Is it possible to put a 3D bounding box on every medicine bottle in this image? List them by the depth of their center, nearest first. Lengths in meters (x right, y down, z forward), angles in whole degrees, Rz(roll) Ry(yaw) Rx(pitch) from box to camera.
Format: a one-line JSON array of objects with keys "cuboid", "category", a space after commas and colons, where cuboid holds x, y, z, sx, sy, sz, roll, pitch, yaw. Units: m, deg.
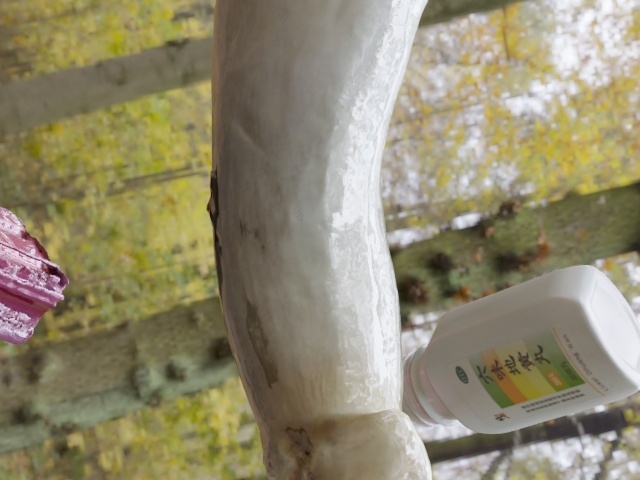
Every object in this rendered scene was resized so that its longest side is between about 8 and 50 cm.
[{"cuboid": [0.252, 0.159, 1.498, 0.179, 0.324, 0.124, 52, 40, -18], "category": "medicine bottle"}]

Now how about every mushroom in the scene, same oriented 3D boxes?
[{"cuboid": [0.000, 0.001, 0.771, 0.177, 0.126, 0.397, -4, -94, 50], "category": "mushroom"}]

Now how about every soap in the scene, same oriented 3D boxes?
[{"cuboid": [-0.404, -0.002, 1.196, 0.250, 0.099, 0.162, 34, 12, -51], "category": "soap"}]
